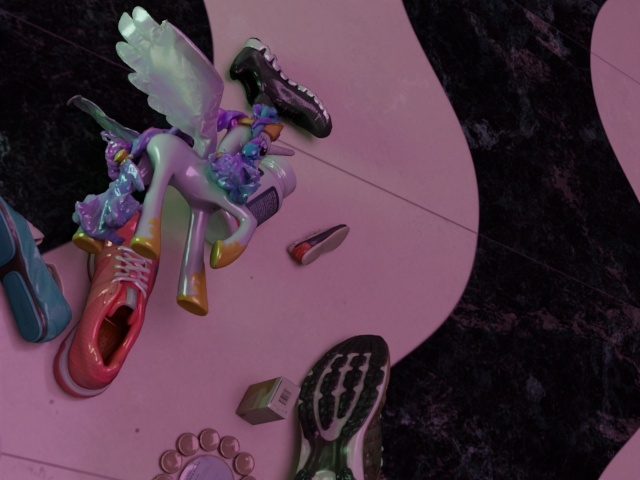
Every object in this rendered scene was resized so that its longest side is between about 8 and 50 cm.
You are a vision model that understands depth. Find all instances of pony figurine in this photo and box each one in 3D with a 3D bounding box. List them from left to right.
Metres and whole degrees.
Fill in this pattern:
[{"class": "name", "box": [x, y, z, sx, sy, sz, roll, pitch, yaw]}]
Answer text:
[{"class": "pony figurine", "box": [-0.224, -0.121, 1.287, 0.351, 0.302, 0.364, 33, 56, -19]}]

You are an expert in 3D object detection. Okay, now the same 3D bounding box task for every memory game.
[{"class": "memory game", "box": [-0.181, 0.392, 1.344, 0.186, 0.012, 0.186, 11, 70, -31]}]

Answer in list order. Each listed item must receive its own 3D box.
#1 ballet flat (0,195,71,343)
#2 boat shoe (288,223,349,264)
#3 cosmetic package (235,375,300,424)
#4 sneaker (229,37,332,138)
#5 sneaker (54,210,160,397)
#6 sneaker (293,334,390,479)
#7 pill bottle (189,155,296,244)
[{"class": "ballet flat", "box": [-0.439, 0.032, 1.254, 0.087, 0.083, 0.247, -22, 88, -61]}, {"class": "boat shoe", "box": [0.000, 0.000, 1.577, 0.043, 0.049, 0.137, 35, 47, 27]}, {"class": "cosmetic package", "box": [-0.087, 0.263, 1.386, 0.041, 0.115, 0.060, 38, 56, -17]}, {"class": "sneaker", "box": [-0.082, -0.264, 1.588, 0.234, 0.078, 0.106, 45, 58, -10]}, {"class": "sneaker", "box": [-0.296, 0.084, 1.288, 0.115, 0.136, 0.314, 25, 62, -27]}, {"class": "sneaker", "box": [0.051, 0.363, 1.468, 0.182, 0.158, 0.410, 52, 44, -49]}, {"class": "pill bottle", "box": [-0.129, -0.075, 1.472, 0.180, 0.108, 0.108, -38, 97, -37]}]
